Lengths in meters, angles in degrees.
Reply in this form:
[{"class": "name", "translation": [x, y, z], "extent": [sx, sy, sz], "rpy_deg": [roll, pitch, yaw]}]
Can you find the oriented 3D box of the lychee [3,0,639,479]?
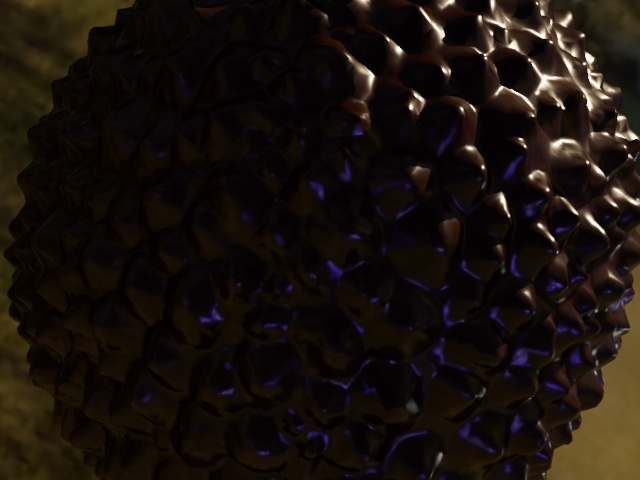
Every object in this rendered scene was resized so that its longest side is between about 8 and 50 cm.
[{"class": "lychee", "translation": [0.000, 0.000, 0.851], "extent": [0.306, 0.306, 0.330], "rpy_deg": [30, 10, 2]}]
